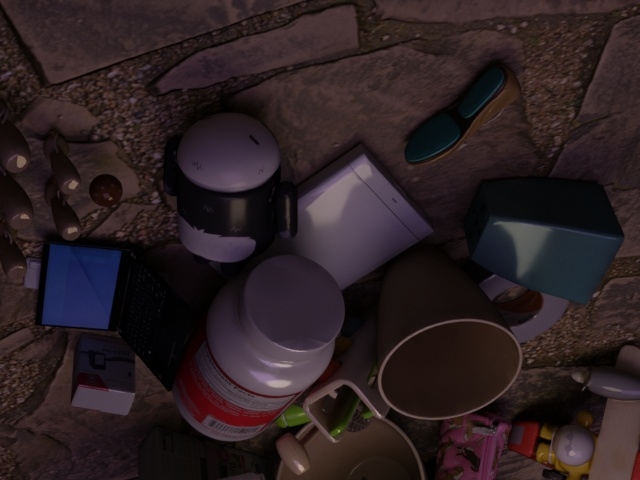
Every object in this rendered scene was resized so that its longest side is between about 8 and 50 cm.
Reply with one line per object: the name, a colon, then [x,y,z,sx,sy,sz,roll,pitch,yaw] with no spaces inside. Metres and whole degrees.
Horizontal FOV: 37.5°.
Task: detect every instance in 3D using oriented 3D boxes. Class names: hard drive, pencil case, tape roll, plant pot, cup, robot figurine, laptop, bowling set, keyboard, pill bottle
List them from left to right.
bowling set: [-0.438,-0.086,1.537,0.200,0.154,0.287,-7,132,-29]
keyboard: [-0.413,0.073,1.740,0.256,0.014,0.072,7,133,-15]
laptop: [-0.379,0.140,1.703,0.136,0.264,0.234,-26,149,-39]
robot figurine: [-0.151,-0.078,1.556,0.209,0.173,0.278,-4,131,-11]
pill bottle: [-0.112,0.192,1.671,0.229,0.229,0.408,11,148,-18]
robot figurine: [-0.055,0.360,2.008,0.115,0.067,0.101,-16,143,4]
hard drive: [0.000,0.000,1.728,0.353,0.047,0.233,-33,127,18]
cup: [0.096,0.550,2.068,0.331,0.331,0.237,-25,155,11]
plant pot: [0.206,0.142,1.735,0.256,0.274,0.256,-5,130,-6]
pencil case: [0.310,0.557,2.034,0.160,0.386,0.167,2,151,26]
tape roll: [0.377,0.109,1.872,0.219,0.072,0.219,-5,131,-5]
plant pot: [0.392,-0.012,1.717,0.234,0.166,0.165,10,127,-10]

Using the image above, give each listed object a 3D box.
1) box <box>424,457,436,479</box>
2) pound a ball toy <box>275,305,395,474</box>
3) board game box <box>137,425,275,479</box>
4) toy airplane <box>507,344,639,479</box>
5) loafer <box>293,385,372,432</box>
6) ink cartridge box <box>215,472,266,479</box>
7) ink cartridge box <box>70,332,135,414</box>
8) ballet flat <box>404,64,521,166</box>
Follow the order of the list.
box: [0.297,0.760,2.315,0.293,0.212,0.395,-35,126,18]
pound a ball toy: [0.032,0.268,1.782,0.208,0.319,0.136,-35,99,30]
board game box: [-0.237,0.546,2.029,0.303,0.224,0.097,23,120,-26]
toy airplane: [0.602,0.466,2.008,0.384,0.386,0.272,-39,138,21]
loafer: [-0.007,0.298,1.954,0.268,0.092,0.102,39,114,-16]
ink cartridge box: [-0.199,0.660,1.880,0.279,0.160,0.385,-14,130,1]
ink cartridge box: [-0.413,0.252,1.798,0.109,0.150,0.063,13,122,-20]
ballet flat: [0.245,-0.196,1.591,0.232,0.080,0.073,-40,140,24]
